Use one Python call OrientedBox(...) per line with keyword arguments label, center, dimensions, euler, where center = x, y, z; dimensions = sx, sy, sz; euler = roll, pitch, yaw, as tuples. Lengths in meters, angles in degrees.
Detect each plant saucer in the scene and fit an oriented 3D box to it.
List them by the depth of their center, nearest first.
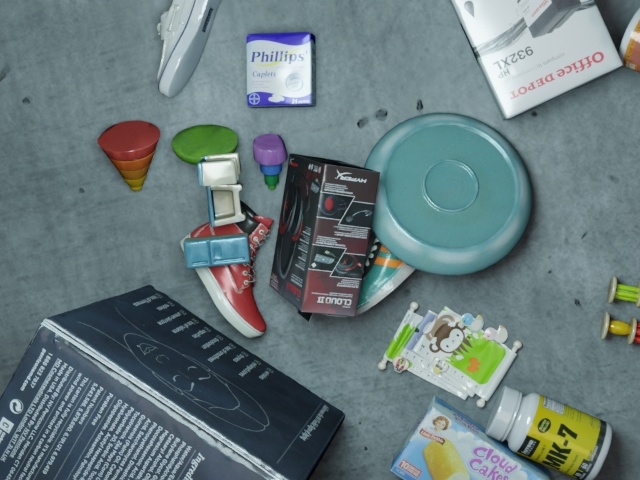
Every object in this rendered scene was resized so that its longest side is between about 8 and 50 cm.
OrientedBox(label="plant saucer", center=(0.232, -0.094, 1.781), dimensions=(0.317, 0.044, 0.318), euler=(1, 73, -3))

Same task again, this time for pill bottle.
OrientedBox(label="pill bottle", center=(0.637, -0.321, 1.697), dimensions=(0.216, 0.121, 0.121), euler=(29, 100, 22))
OrientedBox(label="pill bottle", center=(0.421, 0.355, 1.827), dimensions=(0.208, 0.119, 0.119), euler=(22, 99, 7))

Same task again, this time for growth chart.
OrientedBox(label="growth chart", center=(0.250, 0.213, 1.889), dimensions=(0.237, 0.021, 0.172), euler=(23, 98, 5))

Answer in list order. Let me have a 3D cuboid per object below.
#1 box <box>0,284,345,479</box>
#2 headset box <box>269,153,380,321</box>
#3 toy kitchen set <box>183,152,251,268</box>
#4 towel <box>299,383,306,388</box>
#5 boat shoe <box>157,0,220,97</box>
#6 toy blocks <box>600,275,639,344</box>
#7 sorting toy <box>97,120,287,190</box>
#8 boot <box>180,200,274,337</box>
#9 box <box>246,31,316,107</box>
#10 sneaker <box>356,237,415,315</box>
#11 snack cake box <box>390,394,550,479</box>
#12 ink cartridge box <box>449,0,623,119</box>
OrientedBox(label="box", center=(-0.253, 0.342, 1.705), dimensions=(0.471, 0.480, 0.297), euler=(31, 98, 7))
OrientedBox(label="headset box", center=(0.000, 0.000, 1.796), dimensions=(0.110, 0.218, 0.293), euler=(7, 98, -19))
OrientedBox(label="toy kitchen set", center=(-0.199, -0.046, 1.768), dimensions=(0.122, 0.166, 0.207), euler=(-6, 100, 0))
OrientedBox(label="towel", center=(-0.215, 0.380, 1.971), dimensions=(0.324, 0.056, 0.312), euler=(20, 95, 9))
OrientedBox(label="boat shoe", center=(-0.265, -0.407, 1.871), dimensions=(0.088, 0.096, 0.268), euler=(22, 98, 10))
OrientedBox(label="toy blocks", center=(0.601, 0.136, 1.808), dimensions=(0.148, 0.054, 0.123), euler=(10, 98, 8))
OrientedBox(label="sorting toy", center=(-0.244, -0.145, 1.906), dimensions=(0.365, 0.127, 0.126), euler=(4, 125, 6))
OrientedBox(label="boot", center=(-0.136, 0.052, 1.902), dimensions=(0.176, 0.088, 0.244), euler=(-33, 86, 9))
OrientedBox(label="box", center=(-0.074, -0.321, 1.859), dimensions=(0.126, 0.072, 0.137), euler=(0, 95, 8))
OrientedBox(label="sneaker", center=(0.139, 0.008, 1.847), dimensions=(0.121, 0.108, 0.302), euler=(45, 92, 3))
OrientedBox(label="snack cake box", center=(0.285, 0.435, 1.871), dimensions=(0.264, 0.089, 0.152), euler=(32, 100, 4))
OrientedBox(label="ink cartridge box", center=(0.368, -0.397, 1.753), dimensions=(0.223, 0.129, 0.307), euler=(-24, 92, 11))
